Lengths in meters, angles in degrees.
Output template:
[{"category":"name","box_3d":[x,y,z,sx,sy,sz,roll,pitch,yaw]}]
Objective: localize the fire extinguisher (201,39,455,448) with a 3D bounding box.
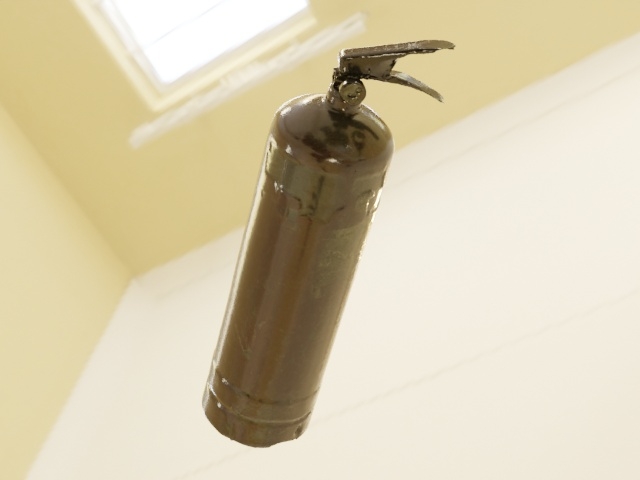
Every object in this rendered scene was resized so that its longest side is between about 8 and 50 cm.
[{"category":"fire extinguisher","box_3d":[0.000,0.000,0.715,0.072,0.089,0.267,-94,-163,-58]}]
